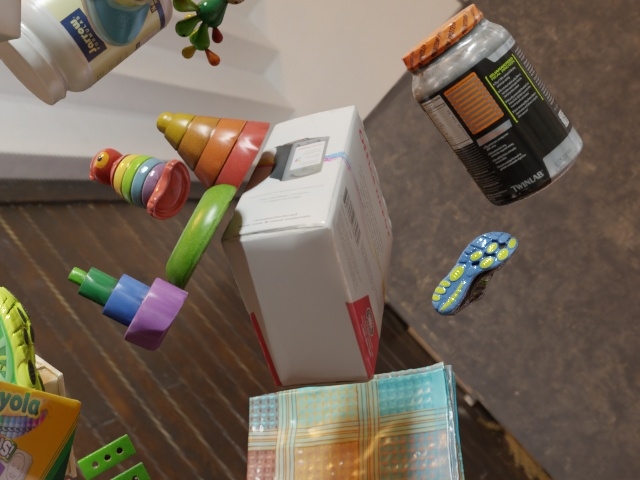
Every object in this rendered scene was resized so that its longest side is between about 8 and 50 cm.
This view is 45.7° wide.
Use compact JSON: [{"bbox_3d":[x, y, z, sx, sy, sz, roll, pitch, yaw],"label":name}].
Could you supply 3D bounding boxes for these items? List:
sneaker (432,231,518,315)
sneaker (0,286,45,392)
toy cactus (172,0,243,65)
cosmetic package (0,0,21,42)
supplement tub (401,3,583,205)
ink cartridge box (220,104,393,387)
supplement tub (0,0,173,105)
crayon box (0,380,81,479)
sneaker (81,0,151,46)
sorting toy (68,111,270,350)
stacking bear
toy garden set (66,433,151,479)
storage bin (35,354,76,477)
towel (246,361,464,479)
[{"bbox_3d":[0.272,0.059,1.343,0.067,0.188,0.078,43,4,28],"label":"sneaker"},{"bbox_3d":[-0.622,0.235,1.481,0.109,0.124,0.295,92,-14,-83],"label":"sneaker"},{"bbox_3d":[-0.167,-0.398,1.285,0.112,0.180,0.219,43,-19,7],"label":"toy cactus"},{"bbox_3d":[-0.502,-0.367,0.969,0.225,0.224,0.138,2,0,35],"label":"cosmetic package"},{"bbox_3d":[0.291,-0.233,1.315,0.316,0.194,0.193,53,18,-10],"label":"supplement tub"},{"bbox_3d":[0.000,0.000,0.958,0.306,0.131,0.226,-76,153,-57],"label":"ink cartridge box"},{"bbox_3d":[-0.492,-0.454,1.555,0.235,0.325,0.235,39,-19,16],"label":"supplement tub"},{"bbox_3d":[-0.397,0.234,0.839,0.278,0.081,0.165,45,49,-61],"label":"crayon box"},{"bbox_3d":[-0.301,-0.423,1.189,0.127,0.319,0.208,-5,40,-25],"label":"sneaker"},{"bbox_3d":[-0.164,-0.042,0.821,0.126,0.127,0.365,28,39,-8],"label":"sorting toy"},{"bbox_3d":[-0.539,-0.183,2.198,0.289,0.175,0.164,22,-7,18],"label":"stacking bear"},{"bbox_3d":[-0.434,0.549,1.540,0.244,0.204,0.049,66,-23,-6],"label":"toy garden set"},{"bbox_3d":[-0.677,0.386,1.688,0.260,0.262,0.123,19,29,41],"label":"storage bin"},{"bbox_3d":[0.047,0.354,1.242,0.040,0.370,0.271,55,28,-51],"label":"towel"}]
